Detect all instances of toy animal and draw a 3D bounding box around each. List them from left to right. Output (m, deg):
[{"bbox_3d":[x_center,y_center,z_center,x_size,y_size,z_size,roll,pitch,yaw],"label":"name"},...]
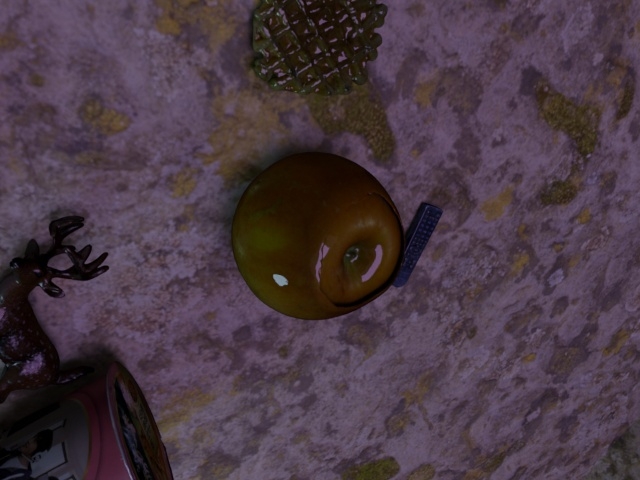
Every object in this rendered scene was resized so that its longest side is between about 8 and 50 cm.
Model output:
[{"bbox_3d":[-0.374,0.098,0.755,0.260,0.087,0.243,-25,141,-18],"label":"toy animal"}]

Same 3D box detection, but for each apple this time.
[{"bbox_3d":[0.000,0.000,0.817,0.237,0.207,0.237,-17,126,-24],"label":"apple"}]

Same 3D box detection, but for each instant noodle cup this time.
[{"bbox_3d":[-0.350,0.314,0.811,0.255,0.244,0.244,-21,127,-7],"label":"instant noodle cup"}]

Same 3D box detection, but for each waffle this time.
[{"bbox_3d":[0.001,-0.267,0.768,0.183,0.036,0.169,-2,117,-30],"label":"waffle"}]

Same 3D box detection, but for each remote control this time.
[{"bbox_3d":[0.156,0.009,1.034,0.043,0.027,0.152,19,106,-31],"label":"remote control"}]
